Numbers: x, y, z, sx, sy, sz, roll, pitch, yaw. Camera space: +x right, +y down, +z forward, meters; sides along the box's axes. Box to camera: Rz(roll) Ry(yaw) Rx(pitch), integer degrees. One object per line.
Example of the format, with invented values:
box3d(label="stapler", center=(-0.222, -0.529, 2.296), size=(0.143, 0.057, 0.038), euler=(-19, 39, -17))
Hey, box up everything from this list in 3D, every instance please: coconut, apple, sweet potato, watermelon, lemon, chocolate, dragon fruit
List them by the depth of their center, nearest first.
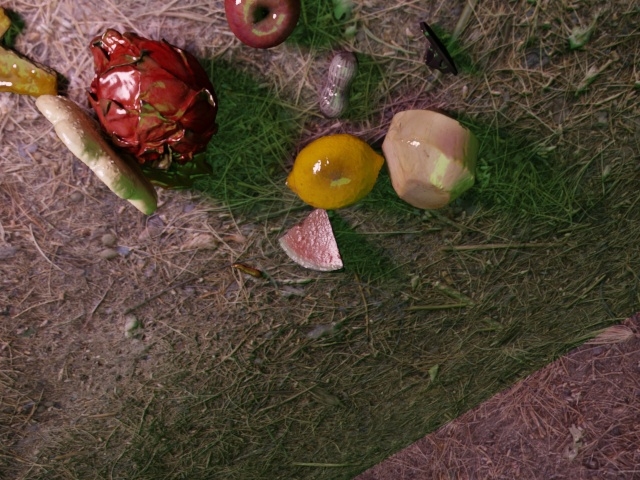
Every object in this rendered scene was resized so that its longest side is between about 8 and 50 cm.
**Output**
box3d(label="apple", center=(-0.116, -0.465, 1.035), size=(0.153, 0.120, 0.153), euler=(-11, 131, -13))
box3d(label="dragon fruit", center=(-0.341, -0.288, 1.052), size=(0.244, 0.244, 0.299), euler=(-32, 115, 14))
box3d(label="chocolate", center=(0.042, -0.358, 1.210), size=(0.072, 0.072, 0.167), euler=(6, 127, -20))
box3d(label="coconut", center=(0.273, -0.218, 1.297), size=(0.259, 0.259, 0.259), euler=(-8, 133, -9))
box3d(label="lemon", center=(0.035, -0.171, 1.297), size=(0.257, 0.188, 0.188), euler=(-16, 134, 5))
box3d(label="watermelon", center=(-0.012, 0.020, 1.486), size=(0.136, 0.207, 0.202), euler=(-30, 121, -24))
box3d(label="sweet potato", center=(-0.217, 0.091, 1.576), size=(0.115, 0.026, 0.026), euler=(27, 120, -31))

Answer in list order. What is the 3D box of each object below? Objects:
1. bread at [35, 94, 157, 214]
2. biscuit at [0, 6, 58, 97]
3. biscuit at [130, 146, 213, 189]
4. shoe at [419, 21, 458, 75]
box3d(label="bread", center=(-0.449, -0.183, 1.079), size=(0.054, 0.316, 0.316), euler=(-40, 132, -2))
box3d(label="biscuit", center=(-0.619, -0.375, 1.029), size=(0.174, 0.039, 0.183), euler=(5, 131, -18))
box3d(label="biscuit", center=(-0.364, -0.196, 1.266), size=(0.215, 0.034, 0.182), euler=(15, 126, -27))
box3d(label="shoe", center=(0.261, -0.437, 1.209), size=(0.053, 0.062, 0.159), euler=(-27, 135, 27))
